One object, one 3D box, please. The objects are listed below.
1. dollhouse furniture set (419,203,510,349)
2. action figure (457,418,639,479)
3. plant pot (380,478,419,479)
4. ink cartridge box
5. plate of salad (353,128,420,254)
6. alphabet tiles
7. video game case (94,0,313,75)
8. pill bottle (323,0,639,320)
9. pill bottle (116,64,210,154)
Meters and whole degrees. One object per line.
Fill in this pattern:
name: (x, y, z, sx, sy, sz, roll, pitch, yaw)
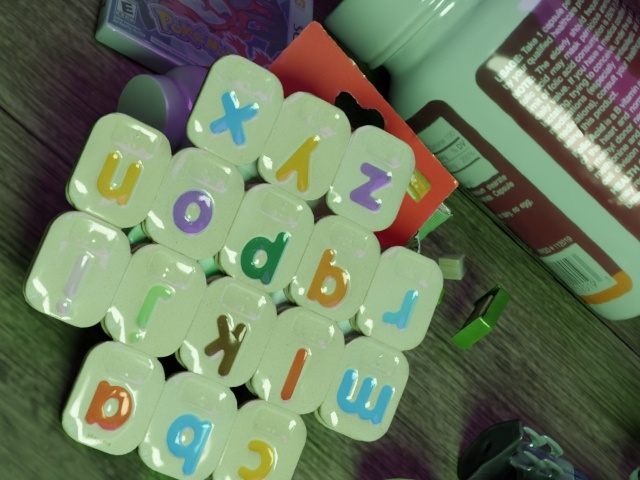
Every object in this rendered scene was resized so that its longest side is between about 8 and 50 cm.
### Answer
dollhouse furniture set: (0.086, 0.018, 1.189, 0.151, 0.076, 0.058, 47, 38, -3)
action figure: (0.244, 0.243, 1.136, 0.285, 0.099, 0.185, 29, 37, -27)
plant pot: (0.063, 0.222, 1.005, 0.083, 0.083, 0.079, 28, 55, -24)
ink cartridge box: (-0.012, -0.020, 1.027, 0.224, 0.056, 0.181, -47, 111, -12)
plate of salad: (0.000, 0.000, 1.094, 0.200, 0.048, 0.200, 4, 81, -30)
alphabet tiles: (-0.052, 0.029, 0.973, 0.284, 0.021, 0.278, 25, 81, -24)
video game case: (-0.094, -0.195, 1.239, 0.201, 0.023, 0.183, 26, 43, -25)
pill bottle: (0.205, -0.133, 1.310, 0.392, 0.224, 0.224, 43, 39, -7)
pill bottle: (-0.080, -0.093, 1.117, 0.152, 0.086, 0.086, 0, 59, -44)
